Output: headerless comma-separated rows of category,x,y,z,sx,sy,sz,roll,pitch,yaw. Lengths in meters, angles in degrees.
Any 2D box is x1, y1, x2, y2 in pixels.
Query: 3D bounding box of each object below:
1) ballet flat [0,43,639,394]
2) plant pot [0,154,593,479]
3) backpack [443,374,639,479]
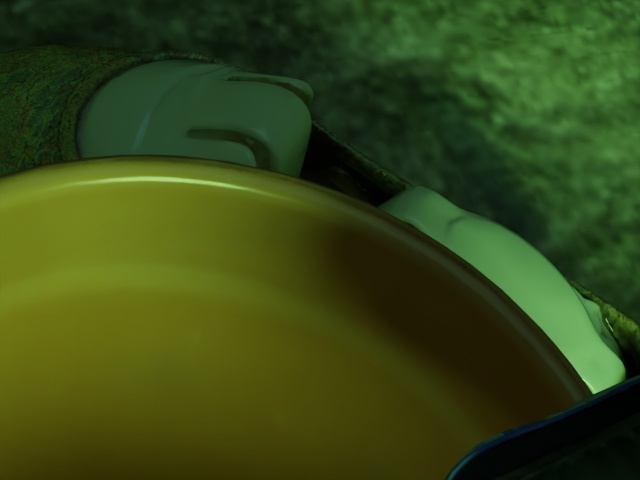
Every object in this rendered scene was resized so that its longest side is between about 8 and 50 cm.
ballet flat,0.000,0.000,0.792,0.348,0.123,0.123,34,57,8
plant pot,-0.057,0.146,0.632,0.291,0.203,0.291,7,58,-11
backpack,0.078,0.100,0.524,0.114,0.084,0.105,-14,63,-28
